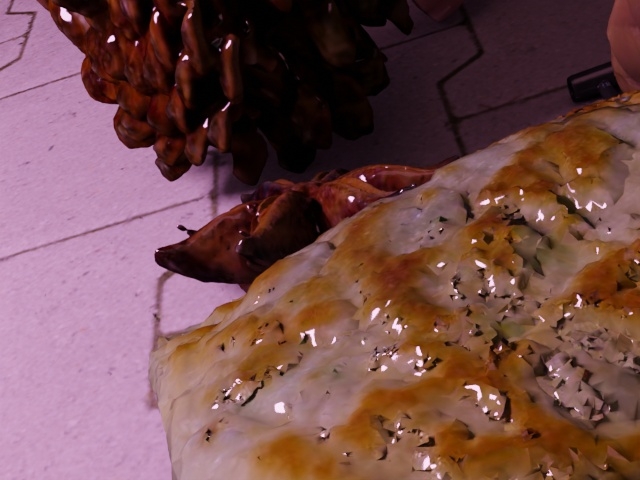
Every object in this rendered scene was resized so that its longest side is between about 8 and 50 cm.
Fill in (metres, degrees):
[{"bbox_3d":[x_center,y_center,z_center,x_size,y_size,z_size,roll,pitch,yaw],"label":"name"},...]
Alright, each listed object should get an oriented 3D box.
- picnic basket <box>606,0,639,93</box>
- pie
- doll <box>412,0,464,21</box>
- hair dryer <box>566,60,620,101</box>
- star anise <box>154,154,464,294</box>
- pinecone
[{"bbox_3d":[0.341,-0.246,0.731,0.337,0.293,0.337,-4,60,7],"label":"picnic basket"},{"bbox_3d":[0.098,0.043,0.513,0.418,0.180,0.395,-22,14,-20],"label":"pie"},{"bbox_3d":[0.176,-0.394,1.063,0.268,0.284,0.216,-39,33,26],"label":"doll"},{"bbox_3d":[0.249,-0.121,0.865,0.047,0.026,0.083,-20,44,5],"label":"hair dryer"},{"bbox_3d":[0.000,0.000,0.774,0.272,0.103,0.272,-16,9,3],"label":"star anise"},{"bbox_3d":[-0.076,-0.247,0.899,0.397,0.398,0.398,-14,37,11],"label":"pinecone"}]
